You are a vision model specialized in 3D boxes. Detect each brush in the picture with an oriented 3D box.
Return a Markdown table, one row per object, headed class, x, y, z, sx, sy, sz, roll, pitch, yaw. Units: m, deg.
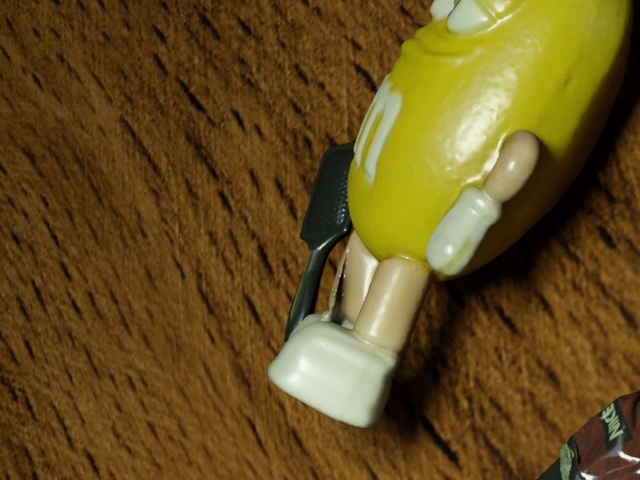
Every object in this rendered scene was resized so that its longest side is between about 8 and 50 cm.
| class | x | y | z | sx | sy | sz | roll | pitch | yaw |
| --- | --- | --- | --- | --- | --- | --- | --- | --- | --- |
| brush | 0.000 | 0.000 | 1.602 | 0.063 | 0.016 | 0.193 | -9 | 60 | 49 |

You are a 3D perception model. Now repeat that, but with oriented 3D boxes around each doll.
| class | x | y | z | sx | sy | sz | roll | pitch | yaw |
| --- | --- | --- | --- | --- | --- | --- | --- | --- | --- |
| doll | 0.087 | -0.043 | 1.421 | 0.348 | 0.161 | 0.423 | -28 | 37 | 60 |

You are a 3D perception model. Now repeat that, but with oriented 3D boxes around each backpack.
| class | x | y | z | sx | sy | sz | roll | pitch | yaw |
| --- | --- | --- | --- | --- | --- | --- | --- | --- | --- |
| backpack | 0.193 | 0.171 | 1.179 | 0.165 | 0.106 | 0.120 | -42 | 44 | 20 |
